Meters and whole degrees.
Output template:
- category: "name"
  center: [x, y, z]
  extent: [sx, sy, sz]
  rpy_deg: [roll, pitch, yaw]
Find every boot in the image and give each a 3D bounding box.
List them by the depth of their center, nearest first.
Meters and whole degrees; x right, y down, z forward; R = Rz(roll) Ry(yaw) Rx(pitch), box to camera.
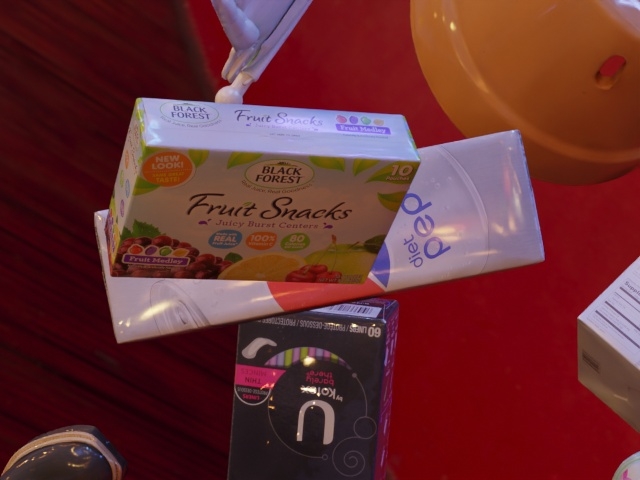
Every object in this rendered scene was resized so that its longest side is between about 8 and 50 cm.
- category: "boot"
  center: [-0.225, 0.212, 0.960]
  extent: [0.198, 0.077, 0.137]
  rpy_deg: [-39, 5, 27]

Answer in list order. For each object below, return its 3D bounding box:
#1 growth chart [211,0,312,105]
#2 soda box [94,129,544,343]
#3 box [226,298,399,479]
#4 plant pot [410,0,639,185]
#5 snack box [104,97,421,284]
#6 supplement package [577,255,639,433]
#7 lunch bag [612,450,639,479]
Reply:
- category: "growth chart"
  center: [-0.014, -0.172, 0.696]
  extent: [0.172, 0.021, 0.237]
  rpy_deg: [-55, -14, -12]
- category: "soda box"
  center: [0.000, 0.000, 0.966]
  extent: [0.098, 0.286, 0.091]
  rpy_deg: [53, -153, -86]
- category: "box"
  center: [-0.008, 0.200, 1.593]
  extent: [0.143, 0.165, 0.270]
  rpy_deg: [-36, -50, -79]
- category: "plant pot"
  center: [0.248, -0.214, 1.235]
  extent: [0.203, 0.291, 0.290]
  rpy_deg: [-38, 30, 66]
- category: "snack box"
  center: [-0.032, -0.023, 0.732]
  extent: [0.100, 0.141, 0.037]
  rpy_deg: [112, 152, -44]
- category: "supplement package"
  center: [0.497, 0.176, 2.092]
  extent: [0.145, 0.262, 0.204]
  rpy_deg: [-42, 65, -11]
- category: "lunch bag"
  center: [0.414, 0.347, 1.565]
  extent: [0.108, 0.224, 0.279]
  rpy_deg: [-86, -2, -60]
